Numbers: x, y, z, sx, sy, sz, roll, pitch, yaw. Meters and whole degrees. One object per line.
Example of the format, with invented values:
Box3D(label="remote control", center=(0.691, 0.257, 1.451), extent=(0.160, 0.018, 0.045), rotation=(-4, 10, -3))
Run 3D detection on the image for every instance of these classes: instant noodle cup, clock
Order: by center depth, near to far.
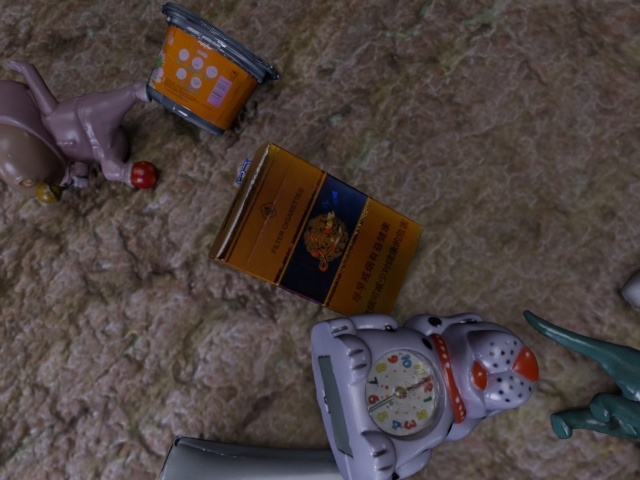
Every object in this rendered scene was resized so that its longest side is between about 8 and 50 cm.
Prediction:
Box3D(label="clock", center=(0.131, 0.159, 0.503), extent=(0.253, 0.189, 0.189), rotation=(-9, 76, -12))
Box3D(label="instant noodle cup", center=(-0.171, -0.235, 0.643), extent=(0.208, 0.177, 0.126), rotation=(36, 100, 31))

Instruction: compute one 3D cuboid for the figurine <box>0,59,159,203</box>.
Box3D(label="figurine", center=(-0.393, -0.152, 0.647), extent=(0.287, 0.176, 0.186), rotation=(0, 52, -7))

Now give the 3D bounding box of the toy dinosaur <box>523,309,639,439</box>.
Box3D(label="toy dinosaur", center=(0.464, 0.211, 0.503), extent=(0.330, 0.129, 0.384), rotation=(-17, 75, -8))

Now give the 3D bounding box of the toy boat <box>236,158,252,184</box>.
Box3D(label="toy boat", center=(-0.089, -0.047, 0.610), extent=(0.091, 0.110, 0.175), rotation=(10, 80, 13))

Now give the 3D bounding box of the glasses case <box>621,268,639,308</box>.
Box3D(label="glasses case", center=(0.482, 0.012, 0.534), extent=(0.233, 0.092, 0.059), rotation=(-30, 74, -1))

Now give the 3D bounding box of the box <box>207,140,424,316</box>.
Box3D(label="box", center=(0.000, 0.000, 0.556), extent=(0.237, 0.070, 0.152), rotation=(25, 82, -18))

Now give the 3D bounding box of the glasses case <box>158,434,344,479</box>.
Box3D(label="glasses case", center=(-0.052, 0.315, 0.542), extent=(0.307, 0.083, 0.129), rotation=(0, 72, 7))
